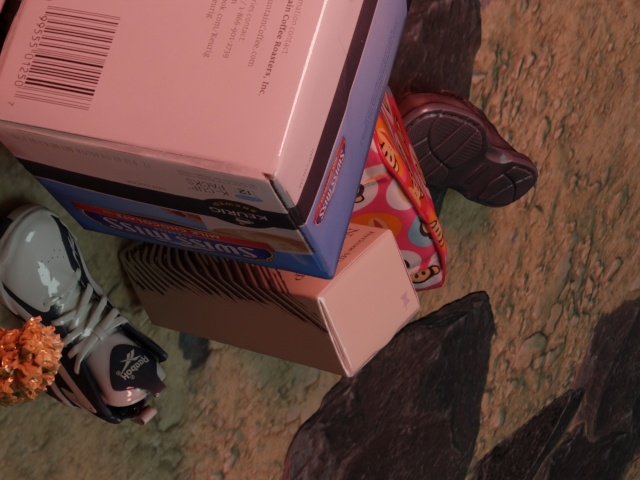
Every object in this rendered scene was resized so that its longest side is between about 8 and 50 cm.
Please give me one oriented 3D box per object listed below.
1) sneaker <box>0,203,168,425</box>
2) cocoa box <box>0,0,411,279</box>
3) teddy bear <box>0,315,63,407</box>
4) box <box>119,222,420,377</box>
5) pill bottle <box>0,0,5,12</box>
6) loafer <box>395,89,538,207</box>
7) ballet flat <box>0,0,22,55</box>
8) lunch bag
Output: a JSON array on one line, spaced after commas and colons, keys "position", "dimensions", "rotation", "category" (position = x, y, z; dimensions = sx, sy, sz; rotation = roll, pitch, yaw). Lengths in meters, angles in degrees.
[{"position": [-0.200, 0.079, 1.358], "dimensions": [0.094, 0.153, 0.235], "rotation": [-40, 141, -36], "category": "sneaker"}, {"position": [-0.068, -0.179, 1.190], "dimensions": [0.228, 0.231, 0.347], "rotation": [62, 42, -68], "category": "cocoa box"}, {"position": [-0.312, 0.047, 1.102], "dimensions": [0.338, 0.245, 0.113], "rotation": [56, 39, -55], "category": "teddy bear"}, {"position": [-0.051, 0.037, 1.423], "dimensions": [0.113, 0.275, 0.094], "rotation": [-43, 125, -33], "category": "box"}, {"position": [-0.301, -0.105, 1.119], "dimensions": [0.108, 0.108, 0.193], "rotation": [15, 99, -59], "category": "pill bottle"}, {"position": [0.156, -0.120, 1.836], "dimensions": [0.109, 0.095, 0.302], "rotation": [-39, 149, 17], "category": "loafer"}, {"position": [-0.234, -0.175, 1.197], "dimensions": [0.077, 0.079, 0.221], "rotation": [-28, 133, -48], "category": "ballet flat"}, {"position": [0.031, -0.101, 1.533], "dimensions": [0.120, 0.258, 0.293], "rotation": [-18, 143, 10], "category": "lunch bag"}]
